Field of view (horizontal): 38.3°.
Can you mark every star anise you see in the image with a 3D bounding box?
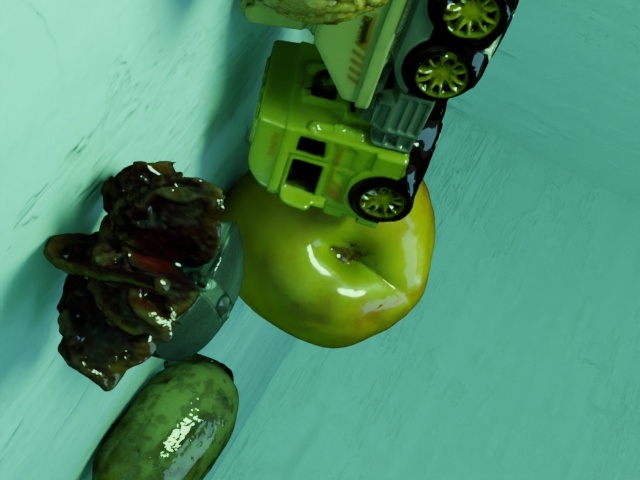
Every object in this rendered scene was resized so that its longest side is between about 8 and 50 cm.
[{"bbox_3d":[-0.163,0.015,0.776,0.220,0.126,0.190,-50,-165,43],"label":"star anise"}]

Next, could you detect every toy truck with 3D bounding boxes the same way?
[{"bbox_3d":[0.040,-0.199,0.947,0.405,0.254,0.180,111,-8,-51],"label":"toy truck"}]

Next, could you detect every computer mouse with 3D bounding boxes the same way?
[{"bbox_3d":[-0.131,0.062,0.974,0.167,0.090,0.379,-61,-169,-10],"label":"computer mouse"}]

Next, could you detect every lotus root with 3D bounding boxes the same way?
[{"bbox_3d":[-0.228,0.298,1.316,0.309,0.173,0.173,-51,168,-31],"label":"lotus root"}]

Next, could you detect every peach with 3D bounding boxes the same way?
[{"bbox_3d":[0.001,-0.005,1.256,0.289,0.289,0.308,-62,-162,1],"label":"peach"}]

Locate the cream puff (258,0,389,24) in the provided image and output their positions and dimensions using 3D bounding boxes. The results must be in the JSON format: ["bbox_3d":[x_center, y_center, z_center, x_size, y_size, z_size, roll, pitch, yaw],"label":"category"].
[{"bbox_3d":[-0.022,-0.266,0.682,0.169,0.183,0.183,6,114,-58],"label":"cream puff"}]
